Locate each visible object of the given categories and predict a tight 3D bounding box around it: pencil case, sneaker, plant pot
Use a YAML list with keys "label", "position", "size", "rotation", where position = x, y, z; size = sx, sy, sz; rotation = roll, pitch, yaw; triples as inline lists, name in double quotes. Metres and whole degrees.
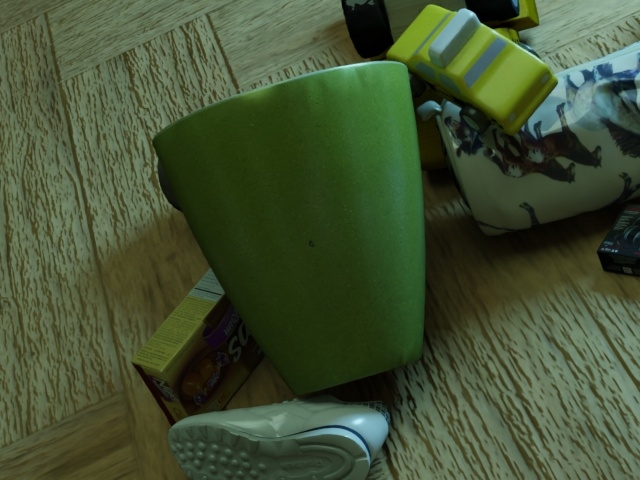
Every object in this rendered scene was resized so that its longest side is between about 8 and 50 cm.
- label: "pencil case"
  position: [0.319, -0.134, 1.609]
  size: [0.410, 0.183, 0.160]
  rotation: [-18, 7, 13]
- label: "sneaker"
  position: [-0.043, 0.202, 1.521]
  size: [0.235, 0.090, 0.095]
  rotation: [-1, 31, 24]
- label: "plant pot"
  position: [0.000, 0.000, 1.535]
  size: [0.274, 0.293, 0.275]
  rotation: [-17, -5, -1]

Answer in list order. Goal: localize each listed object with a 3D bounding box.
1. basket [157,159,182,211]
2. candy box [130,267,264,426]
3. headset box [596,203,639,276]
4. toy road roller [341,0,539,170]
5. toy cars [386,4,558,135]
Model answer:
- label: "basket"
  position: [-0.077, -0.084, 1.814]
  size: [0.227, 0.154, 0.204]
  rotation: [7, 46, 41]
- label: "candy box"
  position: [-0.115, 0.107, 1.638]
  size: [0.053, 0.109, 0.187]
  rotation: [13, 51, 40]
- label: "headset box"
  position: [0.337, -0.003, 1.568]
  size: [0.062, 0.032, 0.083]
  rotation: [11, 52, 39]
- label: "toy road roller"
  position: [0.164, -0.217, 1.828]
  size: [0.202, 0.241, 0.329]
  rotation: [-14, 2, 15]
- label: "toy cars"
  position: [0.139, -0.281, 1.619]
  size: [0.176, 0.087, 0.394]
  rotation: [-16, 56, 14]
